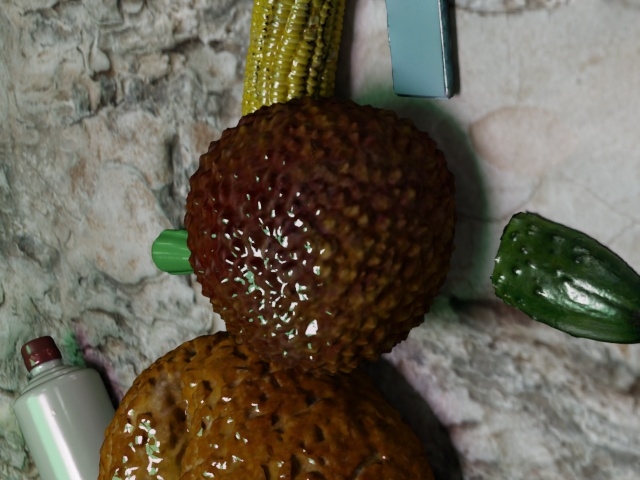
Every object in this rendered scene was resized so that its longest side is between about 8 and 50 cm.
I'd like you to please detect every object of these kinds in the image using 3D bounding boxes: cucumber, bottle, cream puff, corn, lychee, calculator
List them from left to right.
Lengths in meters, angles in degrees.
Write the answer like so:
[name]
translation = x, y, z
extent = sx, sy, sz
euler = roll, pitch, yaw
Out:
[bottle]
translation = -0.269, 0.222, 1.281
extent = 0.104, 0.104, 0.245
euler = -36, 76, 52
[cream puff]
translation = -0.055, 0.215, 0.909
extent = 0.303, 0.212, 0.303
euler = 31, 133, 41
[corn]
translation = -0.018, -0.151, 0.825
extent = 0.072, 0.072, 0.203
euler = 36, 130, 39
[lychee]
translation = -0.002, -0.002, 0.778
extent = 0.194, 0.194, 0.194
euler = 25, 124, 45
[calculator]
translation = 0.060, -0.178, 0.755
extent = 0.057, 0.018, 0.172
euler = 14, 115, 50
[cucumber]
translation = 0.153, 0.031, 0.713
extent = 0.107, 0.035, 0.067
euler = 26, 123, 42

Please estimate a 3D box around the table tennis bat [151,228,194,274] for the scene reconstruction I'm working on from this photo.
[table tennis bat]
translation = -0.065, 0.012, 0.986
extent = 0.257, 0.039, 0.160
euler = 1, 107, 50
